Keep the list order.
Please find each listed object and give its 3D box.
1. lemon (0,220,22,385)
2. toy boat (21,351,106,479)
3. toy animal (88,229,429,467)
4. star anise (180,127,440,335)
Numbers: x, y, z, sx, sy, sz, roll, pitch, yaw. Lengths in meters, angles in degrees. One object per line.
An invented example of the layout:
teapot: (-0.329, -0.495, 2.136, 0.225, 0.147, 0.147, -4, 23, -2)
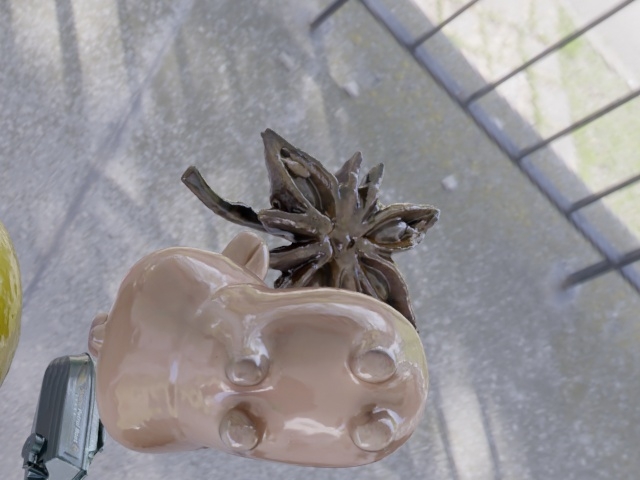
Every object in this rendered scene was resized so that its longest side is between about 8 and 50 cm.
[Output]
lemon: (-0.447, 0.056, 1.094, 0.348, 0.348, 0.348, 13, 64, -30)
toy boat: (-0.387, 0.279, 1.787, 0.122, 0.114, 0.296, 33, 28, -23)
toy animal: (-0.062, 0.116, 1.112, 0.326, 0.269, 0.237, 9, 92, -6)
star anise: (0.001, 0.002, 1.449, 0.350, 0.109, 0.292, -8, 80, -28)
